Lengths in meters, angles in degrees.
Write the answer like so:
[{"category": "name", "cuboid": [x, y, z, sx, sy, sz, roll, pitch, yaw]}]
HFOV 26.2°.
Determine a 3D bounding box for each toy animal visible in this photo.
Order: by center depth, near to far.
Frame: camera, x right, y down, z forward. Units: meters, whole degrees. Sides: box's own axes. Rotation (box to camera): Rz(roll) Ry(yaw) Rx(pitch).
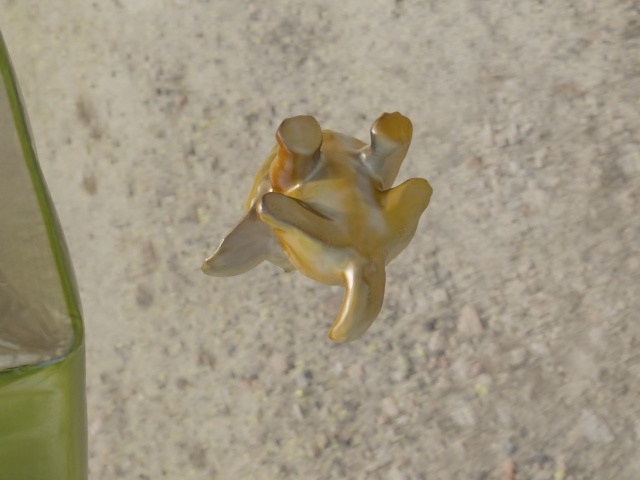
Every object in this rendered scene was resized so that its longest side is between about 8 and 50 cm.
[{"category": "toy animal", "cuboid": [0.000, 0.000, 0.400, 0.083, 0.060, 0.081, 123, 137, -62]}]

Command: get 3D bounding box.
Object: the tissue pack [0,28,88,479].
[{"category": "tissue pack", "cuboid": [-0.188, 0.066, 0.567, 0.274, 0.167, 0.200, 102, 152, -47]}]
